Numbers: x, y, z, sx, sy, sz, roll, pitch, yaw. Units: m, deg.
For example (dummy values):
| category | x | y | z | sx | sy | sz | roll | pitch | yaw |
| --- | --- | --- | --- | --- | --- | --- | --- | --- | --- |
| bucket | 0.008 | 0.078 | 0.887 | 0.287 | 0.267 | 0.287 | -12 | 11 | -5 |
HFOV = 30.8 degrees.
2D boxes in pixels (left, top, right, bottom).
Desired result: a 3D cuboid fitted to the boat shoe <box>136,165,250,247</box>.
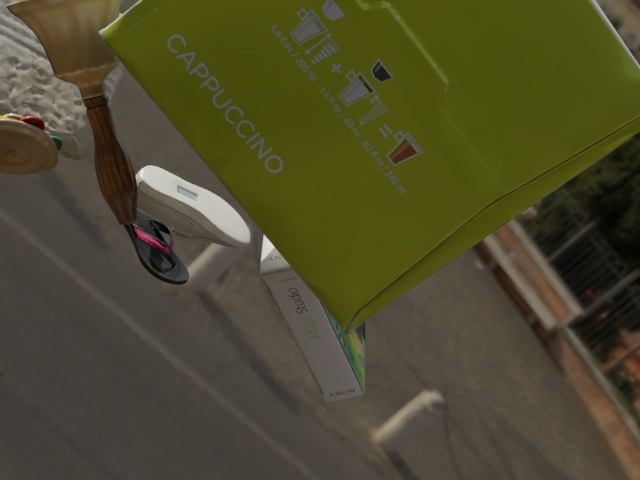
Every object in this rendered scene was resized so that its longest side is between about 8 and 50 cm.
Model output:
| category | x | y | z | sx | sy | sz | roll | pitch | yaw |
| --- | --- | --- | --- | --- | --- | --- | --- | --- | --- |
| boat shoe | -0.181 | -0.033 | 1.569 | 0.184 | 0.063 | 0.066 | 26 | 39 | -33 |

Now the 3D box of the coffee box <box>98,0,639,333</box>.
| category | x | y | z | sx | sy | sz | roll | pitch | yaw |
| --- | --- | --- | --- | --- | --- | --- | --- | --- | --- |
| coffee box | 0.063 | -0.186 | 1.070 | 0.337 | 0.338 | 0.334 | 51 | 17 | -11 |

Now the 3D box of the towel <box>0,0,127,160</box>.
| category | x | y | z | sx | sy | sz | roll | pitch | yaw |
| --- | --- | --- | --- | --- | --- | --- | --- | --- | --- |
| towel | -0.359 | -0.226 | 1.317 | 0.282 | 0.049 | 0.187 | 28 | 71 | -15 |

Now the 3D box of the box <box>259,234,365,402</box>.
| category | x | y | z | sx | sy | sz | roll | pitch | yaw |
| --- | --- | --- | --- | --- | --- | --- | --- | --- | --- |
| box | 0.000 | 0.000 | 1.413 | 0.322 | 0.059 | 0.232 | -86 | 159 | -45 |

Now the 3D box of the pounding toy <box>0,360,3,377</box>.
| category | x | y | z | sx | sy | sz | roll | pitch | yaw |
| --- | --- | --- | --- | --- | --- | --- | --- | --- | --- |
| pounding toy | -0.383 | 0.171 | 1.068 | 0.181 | 0.206 | 0.094 | 56 | 12 | -69 |

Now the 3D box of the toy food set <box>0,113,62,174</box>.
| category | x | y | z | sx | sy | sz | roll | pitch | yaw |
| --- | --- | --- | --- | --- | --- | --- | --- | --- | --- |
| toy food set | -0.275 | -0.087 | 1.044 | 0.083 | 0.082 | 0.020 | 9 | 58 | -13 |

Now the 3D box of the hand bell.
| category | x | y | z | sx | sy | sz | roll | pitch | yaw |
| --- | --- | --- | --- | --- | --- | --- | --- | --- | --- |
| hand bell | -0.228 | -0.134 | 1.188 | 0.126 | 0.126 | 0.241 | -41 | 121 | -65 |

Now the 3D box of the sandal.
| category | x | y | z | sx | sy | sz | roll | pitch | yaw |
| --- | --- | --- | --- | --- | --- | --- | --- | --- | --- |
| sandal | -0.256 | -0.009 | 1.759 | 0.067 | 0.040 | 0.179 | -15 | 66 | -52 |
